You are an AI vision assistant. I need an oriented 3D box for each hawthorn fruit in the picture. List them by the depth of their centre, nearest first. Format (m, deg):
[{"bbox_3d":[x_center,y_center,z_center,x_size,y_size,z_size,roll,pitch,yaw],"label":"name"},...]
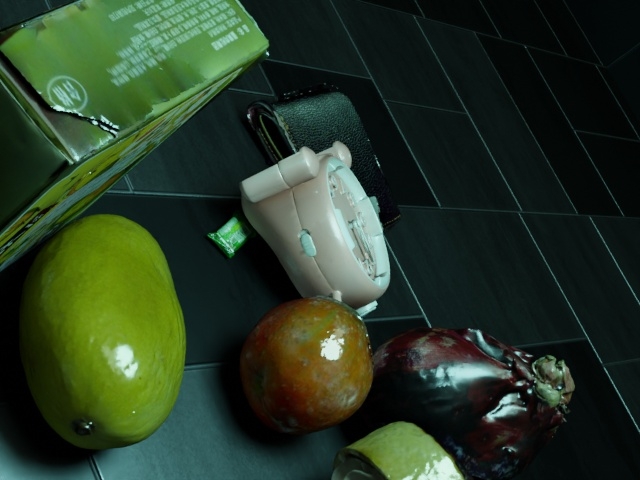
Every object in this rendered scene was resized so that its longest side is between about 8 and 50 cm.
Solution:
[{"bbox_3d":[-0.019,0.156,1.634,0.173,0.173,0.173,35,34,-28],"label":"hawthorn fruit"}]

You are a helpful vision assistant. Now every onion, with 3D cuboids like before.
[{"bbox_3d":[0.171,0.213,1.769,0.281,0.281,0.221,31,51,-33],"label":"onion"}]

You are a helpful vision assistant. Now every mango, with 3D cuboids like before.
[{"bbox_3d":[-0.234,0.083,1.436,0.195,0.142,0.331,45,21,-37],"label":"mango"}]

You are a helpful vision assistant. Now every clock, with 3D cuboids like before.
[{"bbox_3d":[0.000,0.000,1.857,0.241,0.142,0.227,64,17,0],"label":"clock"}]

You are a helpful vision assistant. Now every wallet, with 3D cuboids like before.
[{"bbox_3d":[0.014,-0.116,2.064,0.262,0.071,0.221,62,30,2],"label":"wallet"}]

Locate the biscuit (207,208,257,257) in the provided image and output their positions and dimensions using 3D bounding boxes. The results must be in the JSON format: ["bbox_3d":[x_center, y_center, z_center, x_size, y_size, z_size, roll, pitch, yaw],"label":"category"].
[{"bbox_3d":[-0.119,-0.007,1.809,0.046,0.016,0.089,49,29,-3],"label":"biscuit"}]

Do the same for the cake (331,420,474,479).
[{"bbox_3d":[0.083,0.335,1.586,0.178,0.185,0.207,-40,95,-24],"label":"cake"}]

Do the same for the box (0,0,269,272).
[{"bbox_3d":[-0.284,-0.087,1.304,0.138,0.373,0.420,52,30,-4],"label":"box"}]
